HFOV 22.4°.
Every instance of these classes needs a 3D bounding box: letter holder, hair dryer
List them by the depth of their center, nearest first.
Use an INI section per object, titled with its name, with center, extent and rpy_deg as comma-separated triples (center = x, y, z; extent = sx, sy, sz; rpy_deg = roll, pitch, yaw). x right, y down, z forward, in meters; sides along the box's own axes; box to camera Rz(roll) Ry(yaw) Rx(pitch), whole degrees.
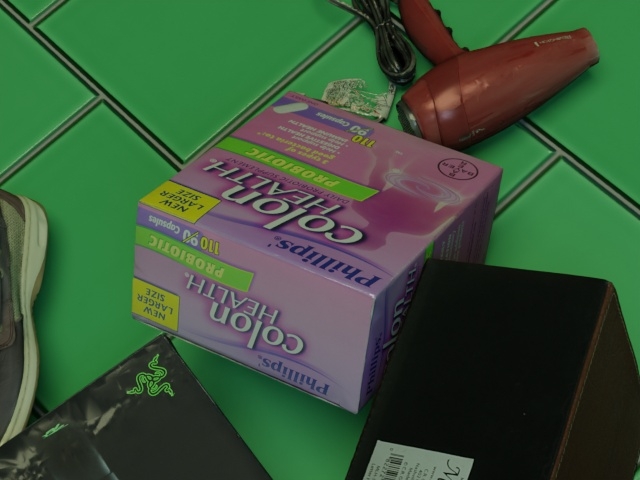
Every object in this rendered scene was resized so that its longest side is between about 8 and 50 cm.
[letter holder]
center = 0.131, 0.201, 1.218
extent = 0.152, 0.214, 0.301
rpy_deg = 7, 59, 27
[hair dryer]
center = 0.110, -0.180, 1.495
extent = 0.294, 0.080, 0.223
rpy_deg = 9, 63, 15

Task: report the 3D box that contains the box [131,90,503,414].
[box]
center = 0.000, 0.000, 1.333
extent = 0.214, 0.117, 0.243
rpy_deg = 22, 36, 21

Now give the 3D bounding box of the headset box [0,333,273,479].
[headset box]
center = -0.145, 0.250, 1.277
extent = 0.246, 0.131, 0.283
rpy_deg = -34, 60, -9

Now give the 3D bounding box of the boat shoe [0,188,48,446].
[boat shoe]
center = -0.303, 0.072, 1.409
extent = 0.103, 0.092, 0.285
rpy_deg = -27, 49, 37
